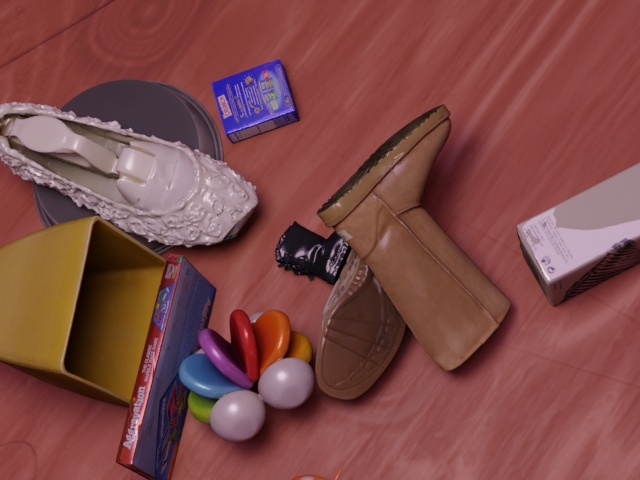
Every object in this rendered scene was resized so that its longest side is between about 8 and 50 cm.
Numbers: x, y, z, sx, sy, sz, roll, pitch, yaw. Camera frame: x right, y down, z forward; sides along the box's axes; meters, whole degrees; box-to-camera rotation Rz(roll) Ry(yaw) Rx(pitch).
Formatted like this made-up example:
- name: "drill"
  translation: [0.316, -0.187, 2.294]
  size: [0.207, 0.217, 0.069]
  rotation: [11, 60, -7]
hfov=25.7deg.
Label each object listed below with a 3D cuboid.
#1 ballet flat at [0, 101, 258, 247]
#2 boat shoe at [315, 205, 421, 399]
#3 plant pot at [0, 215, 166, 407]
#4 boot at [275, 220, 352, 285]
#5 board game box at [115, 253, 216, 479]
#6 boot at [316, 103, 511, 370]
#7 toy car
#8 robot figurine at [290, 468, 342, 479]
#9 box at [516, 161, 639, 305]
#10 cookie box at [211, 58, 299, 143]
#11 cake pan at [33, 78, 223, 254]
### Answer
- name: "ballet flat"
  translation: [-0.290, -0.098, 1.930]
  size: [0.409, 0.147, 0.147]
  rotation: [17, 75, 17]
- name: "boat shoe"
  translation: [0.066, 0.079, 1.877]
  size: [0.105, 0.089, 0.285]
  rotation: [24, 79, -7]
- name: "plant pot"
  translation: [-0.344, 0.100, 1.901]
  size: [0.187, 0.212, 0.212]
  rotation: [0, 70, 27]
- name: "boot"
  translation: [0.000, 0.000, 1.936]
  size: [0.099, 0.045, 0.121]
  rotation: [22, 77, 22]
- name: "board game box"
  translation: [-0.202, 0.173, 1.863]
  size: [0.027, 0.145, 0.281]
  rotation: [7, 72, 18]
- name: "boot"
  translation: [0.154, -0.006, 1.824]
  size: [0.236, 0.089, 0.269]
  rotation: [-44, 101, -11]
- name: "toy car"
  translation: [-0.106, 0.159, 1.830]
  size: [0.182, 0.136, 0.159]
  rotation: [-34, 39, 0]
- name: "robot figurine"
  translation: [-0.042, 0.380, 1.761]
  size: [0.219, 0.158, 0.128]
  rotation: [-37, 89, -1]
- name: "box"
  translation: [0.397, -0.027, 1.817]
  size: [0.275, 0.113, 0.094]
  rotation: [-27, 67, 3]
- name: "cookie box"
  translation: [-0.094, -0.202, 2.031]
  size: [0.107, 0.040, 0.091]
  rotation: [-18, 68, 6]
- name: "cake pan"
  translation: [-0.289, -0.111, 2.036]
  size: [0.293, 0.054, 0.293]
  rotation: [-4, 69, 11]
